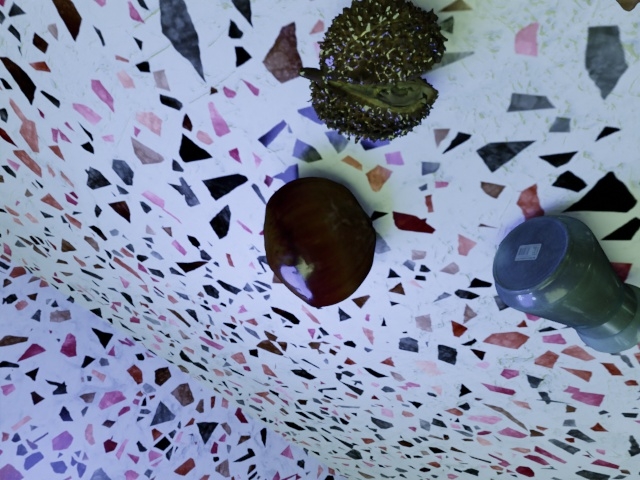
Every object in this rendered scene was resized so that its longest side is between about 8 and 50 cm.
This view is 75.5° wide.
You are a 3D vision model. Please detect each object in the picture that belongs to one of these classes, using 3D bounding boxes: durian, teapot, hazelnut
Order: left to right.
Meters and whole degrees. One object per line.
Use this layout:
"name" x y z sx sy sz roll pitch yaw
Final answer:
"hazelnut" 0.000 0.000 0.793 0.217 0.217 0.252 -19 98 39
"durian" 0.065 -0.219 0.545 0.195 0.167 0.196 -6 121 -10
"teapot" 0.409 0.077 0.695 0.225 0.171 0.203 33 170 -16

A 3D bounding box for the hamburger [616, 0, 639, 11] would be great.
"hamburger" 0.244 -0.341 0.279 0.276 0.276 0.237 38 119 -12
